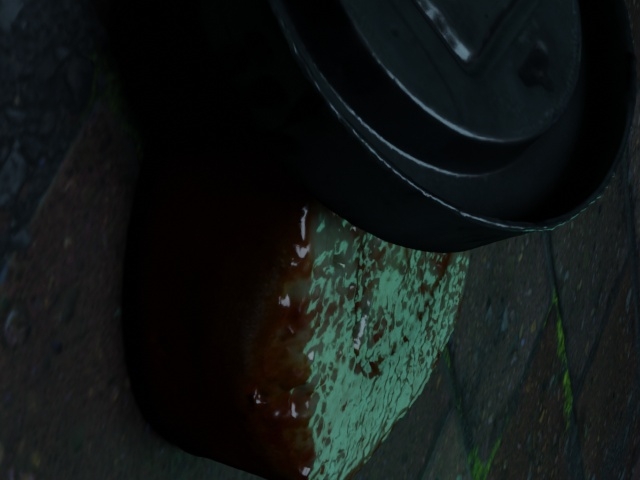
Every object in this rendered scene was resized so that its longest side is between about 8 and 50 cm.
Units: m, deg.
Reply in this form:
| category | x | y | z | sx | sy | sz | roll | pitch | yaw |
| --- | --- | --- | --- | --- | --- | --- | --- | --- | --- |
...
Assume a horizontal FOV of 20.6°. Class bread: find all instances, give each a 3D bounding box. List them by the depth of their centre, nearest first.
| category | x | y | z | sx | sy | sz | roll | pitch | yaw |
| --- | --- | --- | --- | --- | --- | --- | --- | --- | --- |
| bread | -0.002 | 0.000 | 1.098 | 0.295 | 0.114 | 0.327 | -56 | 151 | -39 |

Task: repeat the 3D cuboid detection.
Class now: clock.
| category | x | y | z | sx | sy | sz | roll | pitch | yaw |
| --- | --- | --- | --- | --- | --- | --- | --- | --- | --- |
| clock | 0.055 | -0.147 | 0.980 | 0.319 | 0.066 | 0.319 | 21 | 58 | -38 |
